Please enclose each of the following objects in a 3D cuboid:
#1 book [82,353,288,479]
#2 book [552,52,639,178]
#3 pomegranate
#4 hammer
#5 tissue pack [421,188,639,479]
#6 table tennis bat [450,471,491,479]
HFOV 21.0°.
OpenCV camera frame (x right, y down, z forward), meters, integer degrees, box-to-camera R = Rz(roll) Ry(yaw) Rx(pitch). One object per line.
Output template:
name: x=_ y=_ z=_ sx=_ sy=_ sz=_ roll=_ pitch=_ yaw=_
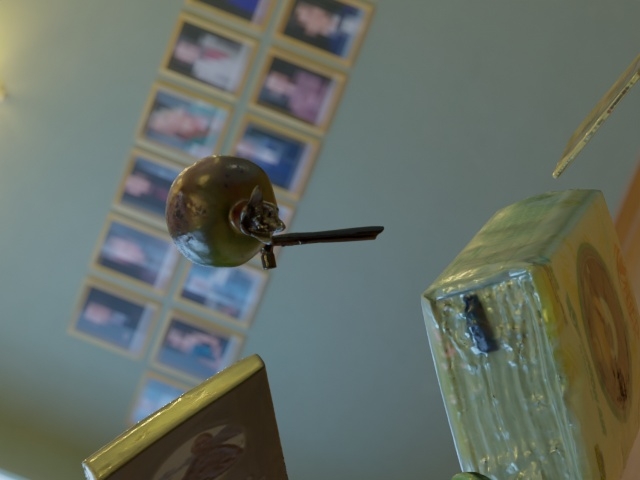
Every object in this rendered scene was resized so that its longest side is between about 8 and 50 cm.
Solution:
book: x=-0.157 y=0.330 z=2.209 sx=0.260 sy=0.043 sz=0.371 roll=-32 pitch=-39 yaw=-21
book: x=0.391 y=-0.183 z=2.370 sx=0.192 sy=0.013 sz=0.168 roll=-53 pitch=-1 yaw=30
pomegranate: x=-0.107 y=-0.027 z=1.890 sx=0.159 sy=0.129 sz=0.129 roll=-118 pitch=49 yaw=-76
hammer: x=0.000 y=0.000 z=2.285 sx=0.021 sy=0.178 sz=0.065 roll=156 pitch=108 yaw=-71
tissue pack: x=0.245 y=0.123 z=1.873 sx=0.388 sy=0.162 sz=0.287 roll=-39 pitch=-64 yaw=-67
table tennis bat: x=0.137 y=0.292 z=1.280 sx=0.160 sy=0.039 sz=0.257 roll=103 pitch=153 yaw=-51
